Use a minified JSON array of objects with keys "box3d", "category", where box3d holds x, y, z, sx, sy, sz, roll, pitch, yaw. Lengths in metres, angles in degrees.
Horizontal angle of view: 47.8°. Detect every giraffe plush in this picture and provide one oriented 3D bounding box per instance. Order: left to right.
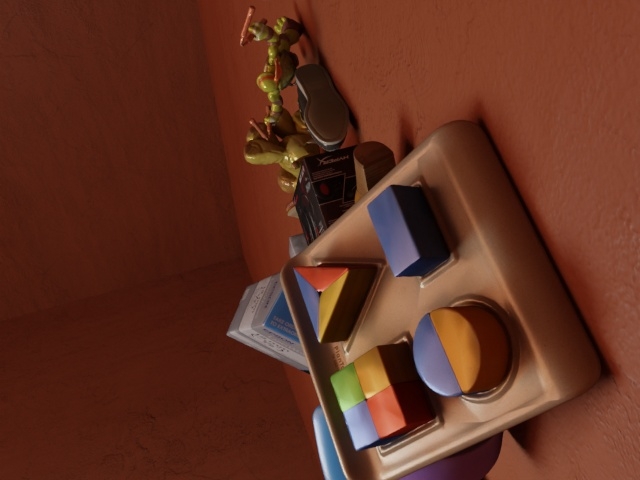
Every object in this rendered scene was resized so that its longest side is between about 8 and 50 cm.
[{"box3d":[-0.043,-0.165,1.532,0.210,0.181,0.170,22,150,31],"category":"giraffe plush"}]

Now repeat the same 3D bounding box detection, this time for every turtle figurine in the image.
[{"box3d":[-0.082,-0.349,1.393,0.217,0.087,0.269,-74,-18,-49],"category":"turtle figurine"}]

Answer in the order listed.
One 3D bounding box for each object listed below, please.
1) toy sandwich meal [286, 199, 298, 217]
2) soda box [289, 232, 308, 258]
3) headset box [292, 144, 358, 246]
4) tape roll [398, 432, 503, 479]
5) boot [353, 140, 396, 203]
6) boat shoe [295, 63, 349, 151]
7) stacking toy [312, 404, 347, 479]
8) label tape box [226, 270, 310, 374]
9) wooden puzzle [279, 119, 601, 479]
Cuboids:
[{"box3d":[-0.028,-0.062,1.500,0.085,0.086,0.029,93,-177,-59],"category":"toy sandwich meal"},{"box3d":[0.010,0.116,1.719,0.091,0.098,0.286,95,156,-61],"category":"soda box"},{"box3d":[0.049,0.006,1.335,0.218,0.110,0.293,114,139,-72],"category":"headset box"},{"box3d":[0.146,0.229,0.951,0.189,0.189,0.080,-118,16,-49],"category":"tape roll"},{"box3d":[0.132,0.008,1.014,0.295,0.104,0.211,-121,10,-49],"category":"boot"},{"box3d":[0.004,-0.235,1.330,0.068,0.081,0.227,86,171,-48],"category":"boat shoe"},{"box3d":[0.085,0.332,1.291,0.302,0.175,0.165,59,-162,-89],"category":"stacking toy"},{"box3d":[0.006,0.158,1.250,0.115,0.249,0.348,-66,15,-17],"category":"label tape box"},{"box3d":[0.091,0.082,0.819,0.348,0.081,0.322,-39,59,37],"category":"wooden puzzle"}]
